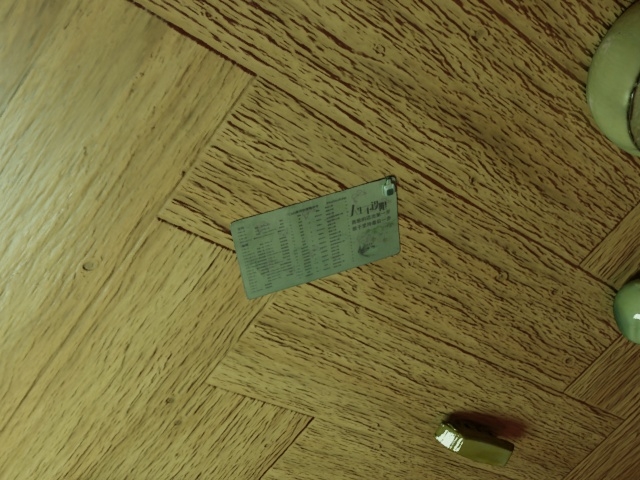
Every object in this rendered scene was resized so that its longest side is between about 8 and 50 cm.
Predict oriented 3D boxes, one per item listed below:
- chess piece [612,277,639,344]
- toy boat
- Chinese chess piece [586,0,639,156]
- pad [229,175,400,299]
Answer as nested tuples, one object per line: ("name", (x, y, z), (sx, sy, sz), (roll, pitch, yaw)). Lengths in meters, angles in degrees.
("chess piece", (0.717, 0.101, 1.546), (0.331, 0.182, 0.182), (-17, 130, -1))
("toy boat", (0.311, 0.407, 1.656), (0.201, 0.077, 0.057), (22, 102, -30))
("Chinese chess piece", (0.538, -0.250, 1.232), (0.270, 0.112, 0.269), (-12, 129, -15))
("pad", (0.000, 0.000, 1.269), (0.265, 0.009, 0.159), (-17, 130, -9))
